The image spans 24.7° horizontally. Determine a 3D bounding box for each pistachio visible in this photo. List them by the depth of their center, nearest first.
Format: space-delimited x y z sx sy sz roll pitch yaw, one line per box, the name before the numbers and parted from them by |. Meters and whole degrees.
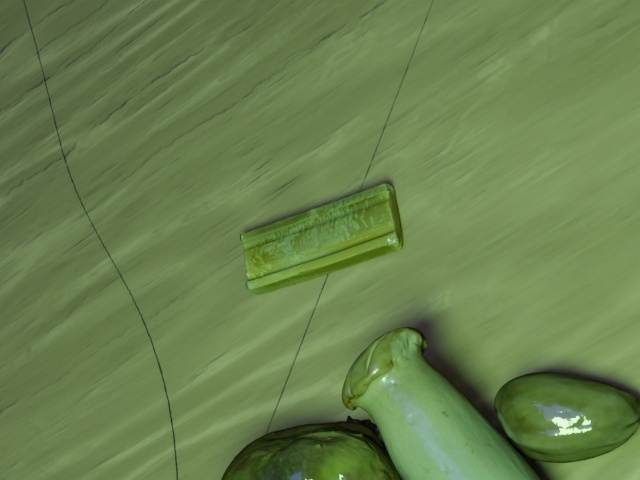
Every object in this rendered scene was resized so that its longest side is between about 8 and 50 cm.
pistachio | 0.295 0.211 1.758 0.186 0.126 0.108 4 120 32

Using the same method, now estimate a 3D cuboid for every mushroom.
mushroom | 0.181 0.290 1.750 0.137 0.154 0.407 -37 70 0

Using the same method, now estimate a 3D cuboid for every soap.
soap | 0.001 0.000 2.053 0.252 0.037 0.092 -18 68 28

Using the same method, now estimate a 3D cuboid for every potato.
potato | -0.031 0.344 1.846 0.289 0.237 0.300 -43 57 16
